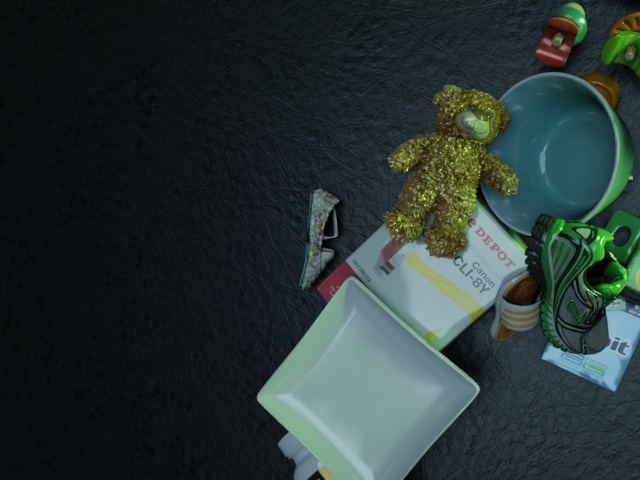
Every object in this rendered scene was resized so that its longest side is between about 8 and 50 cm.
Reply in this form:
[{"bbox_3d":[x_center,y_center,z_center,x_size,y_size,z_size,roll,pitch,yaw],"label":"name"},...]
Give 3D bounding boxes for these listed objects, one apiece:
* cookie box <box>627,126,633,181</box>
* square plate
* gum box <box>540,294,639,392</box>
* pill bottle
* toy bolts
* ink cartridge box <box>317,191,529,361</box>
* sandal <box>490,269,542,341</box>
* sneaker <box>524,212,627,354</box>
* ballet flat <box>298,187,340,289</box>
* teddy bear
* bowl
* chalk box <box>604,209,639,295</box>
[{"bbox_3d":[0.587,-0.171,1.415,0.091,0.040,0.107,-4,88,20],"label":"cookie box"},{"bbox_3d":[0.089,0.311,1.418,0.344,0.049,0.347,41,102,16],"label":"square plate"},{"bbox_3d":[0.563,0.191,1.414,0.156,0.041,0.185,25,96,20],"label":"gum box"},{"bbox_3d":[0.063,0.534,1.516,0.188,0.188,0.334,-46,74,14],"label":"pill bottle"},{"bbox_3d":[0.554,-0.388,1.413,0.228,0.158,0.218,28,139,10],"label":"toy bolts"},{"bbox_3d":[0.231,0.074,1.480,0.384,0.160,0.279,-44,74,14],"label":"ink cartridge box"},{"bbox_3d":[0.403,0.146,1.372,0.101,0.265,0.076,-27,56,-11],"label":"sandal"},{"bbox_3d":[0.482,0.103,1.265,0.146,0.344,0.134,14,57,41],"label":"sneaker"},{"bbox_3d":[0.000,0.000,1.616,0.077,0.091,0.241,8,95,-1],"label":"ballet flat"},{"bbox_3d":[0.250,-0.132,1.339,0.245,0.113,0.338,42,100,15],"label":"teddy bear"},{"bbox_3d":[0.480,-0.161,1.356,0.311,0.163,0.312,0,90,53],"label":"bowl"},{"bbox_3d":[0.675,0.042,1.301,0.288,0.179,0.180,29,99,19],"label":"chalk box"}]
